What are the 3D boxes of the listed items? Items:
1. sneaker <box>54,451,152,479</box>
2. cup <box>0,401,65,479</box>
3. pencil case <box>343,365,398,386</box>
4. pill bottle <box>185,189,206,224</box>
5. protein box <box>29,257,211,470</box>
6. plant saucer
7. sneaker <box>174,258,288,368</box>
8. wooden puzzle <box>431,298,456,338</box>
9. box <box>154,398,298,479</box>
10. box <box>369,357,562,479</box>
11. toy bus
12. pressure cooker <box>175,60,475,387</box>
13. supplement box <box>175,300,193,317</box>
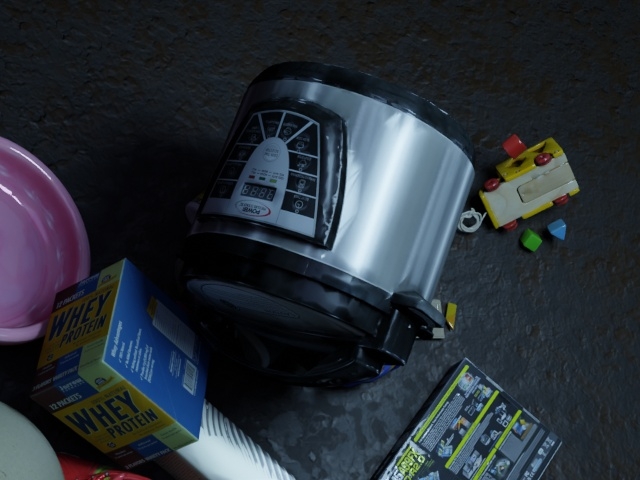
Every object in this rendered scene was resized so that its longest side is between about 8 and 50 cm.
[{"bbox_3d":[-0.318,0.351,1.742,0.279,0.118,0.107,14,65,-14],"label":"sneaker"},{"bbox_3d":[-0.483,0.370,1.547,0.331,0.237,0.331,-1,93,-13],"label":"cup"},{"bbox_3d":[0.045,0.080,1.982,0.133,0.119,0.306,-10,73,-32],"label":"pencil case"},{"bbox_3d":[-0.158,-0.064,1.996,0.065,0.065,0.116,48,61,3],"label":"pill bottle"},{"bbox_3d":[-0.274,0.175,1.738,0.201,0.136,0.200,46,30,-33],"label":"protein box"},{"bbox_3d":[-0.492,0.002,1.782,0.332,0.084,0.332,27,48,-35],"label":"plant saucer"},{"bbox_3d":[-0.129,0.098,1.946,0.222,0.083,0.118,50,47,8],"label":"sneaker"},{"bbox_3d":[0.175,0.132,2.068,0.116,0.014,0.078,9,62,-17],"label":"wooden puzzle"},{"bbox_3d":[-0.115,0.361,1.817,0.275,0.113,0.094,41,61,-2],"label":"box"},{"bbox_3d":[0.233,0.358,1.973,0.216,0.060,0.270,40,62,-1],"label":"box"},{"bbox_3d":[0.349,-0.098,2.169,0.202,0.191,0.104,15,22,-15],"label":"toy bus"},{"bbox_3d":[0.004,0.003,1.752,0.375,0.370,0.420,23,77,-11],"label":"pressure cooker"},{"bbox_3d":[-0.209,0.131,1.889,0.055,0.083,0.043,19,64,-11],"label":"supplement box"}]
